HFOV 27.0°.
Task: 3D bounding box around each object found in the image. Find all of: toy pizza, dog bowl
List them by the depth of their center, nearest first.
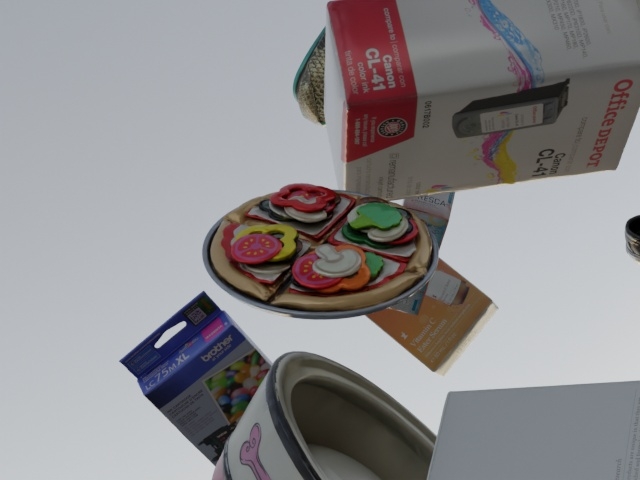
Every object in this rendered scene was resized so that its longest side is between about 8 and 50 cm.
[{"bbox_3d":[0.000,0.000,1.128,0.201,0.201,0.032,-21,-52,-31],"label":"toy pizza"},{"bbox_3d":[0.053,0.317,1.465,0.150,0.408,0.408,-46,-33,14],"label":"dog bowl"}]

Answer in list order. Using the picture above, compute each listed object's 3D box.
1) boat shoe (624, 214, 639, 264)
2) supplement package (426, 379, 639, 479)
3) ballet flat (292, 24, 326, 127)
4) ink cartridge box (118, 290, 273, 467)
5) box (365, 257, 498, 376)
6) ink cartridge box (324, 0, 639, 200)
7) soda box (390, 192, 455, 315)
[{"bbox_3d":[0.514,-0.007,1.760,0.076,0.229,0.080,56,-133,-49],"label":"boat shoe"},{"bbox_3d":[0.169,0.159,0.835,0.105,0.179,0.105,49,-135,-40],"label":"supplement package"},{"bbox_3d":[0.125,-0.378,1.983,0.164,0.182,0.482,38,-107,-60],"label":"ballet flat"},{"bbox_3d":[-0.163,0.245,2.173,0.186,0.065,0.311,-39,-60,0],"label":"ink cartridge box"},{"bbox_3d":[0.140,0.086,1.856,0.130,0.170,0.091,-52,-17,1],"label":"box"},{"bbox_3d":[0.161,-0.153,1.358,0.306,0.131,0.226,-7,-25,-2],"label":"ink cartridge box"},{"bbox_3d":[0.113,0.008,1.603,0.183,0.058,0.063,103,-178,-49],"label":"soda box"}]
